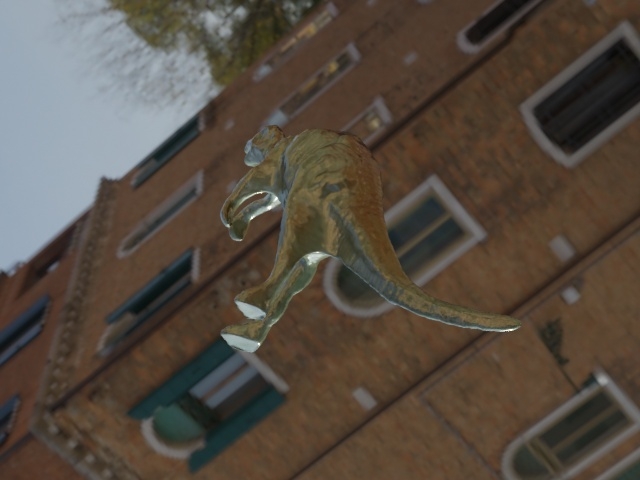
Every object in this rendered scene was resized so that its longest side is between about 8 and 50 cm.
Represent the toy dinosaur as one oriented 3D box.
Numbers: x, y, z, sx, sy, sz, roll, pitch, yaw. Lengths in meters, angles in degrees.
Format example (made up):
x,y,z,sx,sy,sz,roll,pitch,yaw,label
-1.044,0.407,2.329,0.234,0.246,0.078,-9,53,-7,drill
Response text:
x,y,z,sx,sy,sz,roll,pitch,yaw,label
0.000,0.000,0.870,0.092,0.205,0.393,43,164,-32,toy dinosaur
